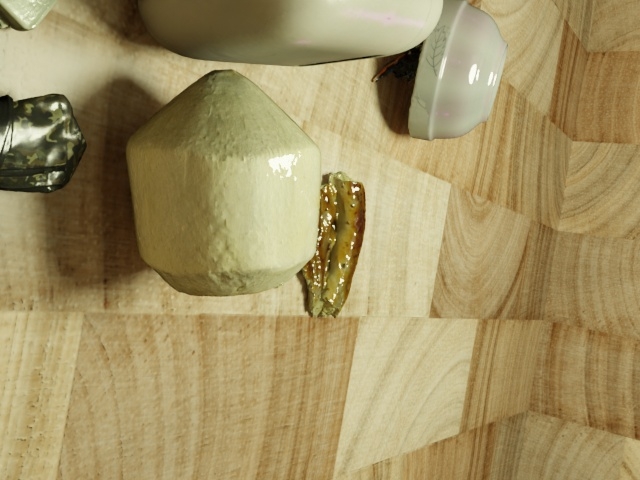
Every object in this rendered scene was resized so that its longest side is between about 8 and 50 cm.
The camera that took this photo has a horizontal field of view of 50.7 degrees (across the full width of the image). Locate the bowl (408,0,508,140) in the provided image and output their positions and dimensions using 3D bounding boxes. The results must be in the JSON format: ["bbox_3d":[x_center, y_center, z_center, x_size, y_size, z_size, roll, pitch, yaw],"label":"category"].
[{"bbox_3d":[0.282,-0.328,1.348,0.287,0.143,0.287,17,90,-76],"label":"bowl"}]

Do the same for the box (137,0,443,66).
[{"bbox_3d":[-0.029,-0.300,0.852,0.349,0.288,0.141,-17,105,-53],"label":"box"}]

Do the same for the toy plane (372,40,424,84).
[{"bbox_3d":[0.170,-0.350,1.332,0.188,0.062,0.135,-49,158,-34],"label":"toy plane"}]

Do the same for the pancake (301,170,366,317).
[{"bbox_3d":[0.000,0.000,1.171,0.244,0.057,0.266,22,81,-54],"label":"pancake"}]

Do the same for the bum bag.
[{"bbox_3d":[-0.338,-0.092,0.647,0.248,0.069,0.102,-14,131,-53],"label":"bum bag"}]

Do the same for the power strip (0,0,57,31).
[{"bbox_3d":[-0.288,-0.305,0.700,0.081,0.035,0.192,53,54,-47],"label":"power strip"}]

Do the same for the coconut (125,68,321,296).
[{"bbox_3d":[-0.114,-0.073,0.829,0.237,0.237,0.266,-24,114,-51],"label":"coconut"}]
